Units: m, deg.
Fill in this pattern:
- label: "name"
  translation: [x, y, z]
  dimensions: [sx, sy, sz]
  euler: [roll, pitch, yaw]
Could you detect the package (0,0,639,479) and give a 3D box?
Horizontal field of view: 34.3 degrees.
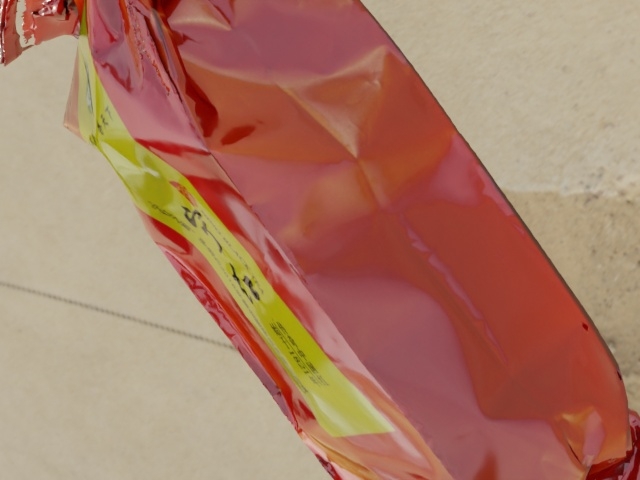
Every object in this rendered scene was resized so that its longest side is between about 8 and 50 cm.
- label: "package"
  translation: [0.000, 0.001, 0.553]
  dimensions: [0.423, 0.123, 0.196]
  euler: [52, 156, -5]
